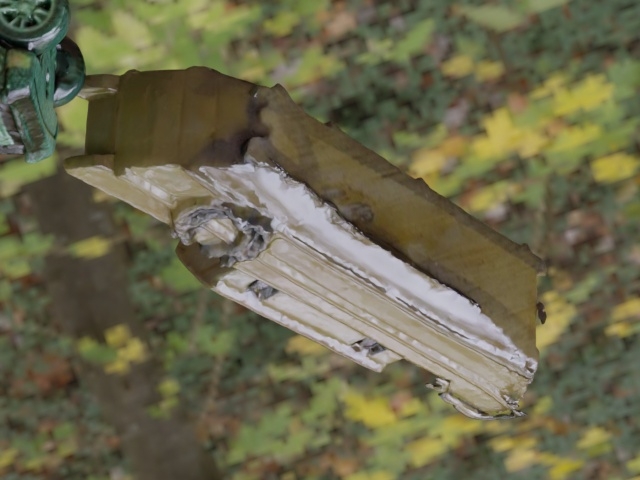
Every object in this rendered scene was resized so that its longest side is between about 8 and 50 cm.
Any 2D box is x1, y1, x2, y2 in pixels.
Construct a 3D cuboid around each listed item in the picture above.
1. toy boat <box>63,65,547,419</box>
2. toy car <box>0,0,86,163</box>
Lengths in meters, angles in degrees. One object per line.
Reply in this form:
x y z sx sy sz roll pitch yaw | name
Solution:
0.000 0.000 1.321 0.162 0.136 0.445 -22 143 35 | toy boat
-0.194 -0.216 1.162 0.097 0.321 0.141 2 165 -2 | toy car
